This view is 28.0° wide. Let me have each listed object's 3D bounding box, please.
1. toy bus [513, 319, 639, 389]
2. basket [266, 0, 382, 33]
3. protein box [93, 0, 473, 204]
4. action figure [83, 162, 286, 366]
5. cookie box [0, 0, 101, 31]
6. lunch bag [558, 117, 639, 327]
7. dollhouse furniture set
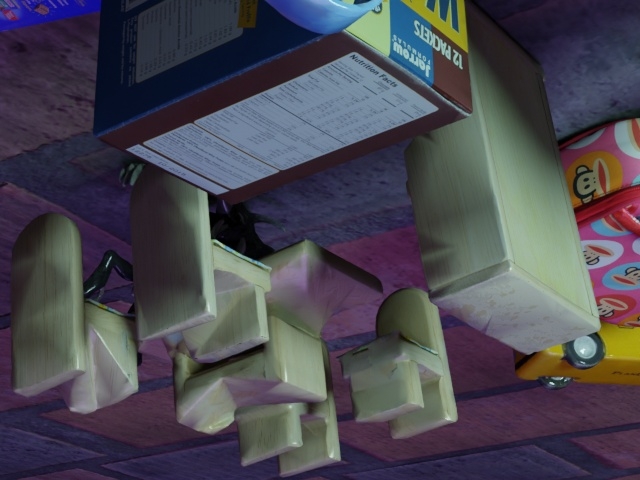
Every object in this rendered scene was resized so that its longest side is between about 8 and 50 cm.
[{"bbox_3d":[0.407,0.113,1.578,0.332,0.130,0.108,4,157,-11],"label":"toy bus"},{"bbox_3d":[-0.060,-0.258,0.560,0.289,0.255,0.201,32,143,-21],"label":"basket"},{"bbox_3d":[-0.027,-0.160,0.836,0.201,0.200,0.136,-18,152,34],"label":"protein box"},{"bbox_3d":[-0.139,0.010,1.270,0.164,0.275,0.141,26,134,27],"label":"action figure"},{"bbox_3d":[-0.213,-0.199,0.940,0.107,0.040,0.092,-7,156,15],"label":"cookie box"},{"bbox_3d":[0.342,-0.019,1.300,0.293,0.120,0.258,20,145,-38],"label":"lunch bag"},{"bbox_3d":[0.000,0.000,1.086,0.394,0.256,0.362,-23,149,28],"label":"dollhouse furniture set"}]
